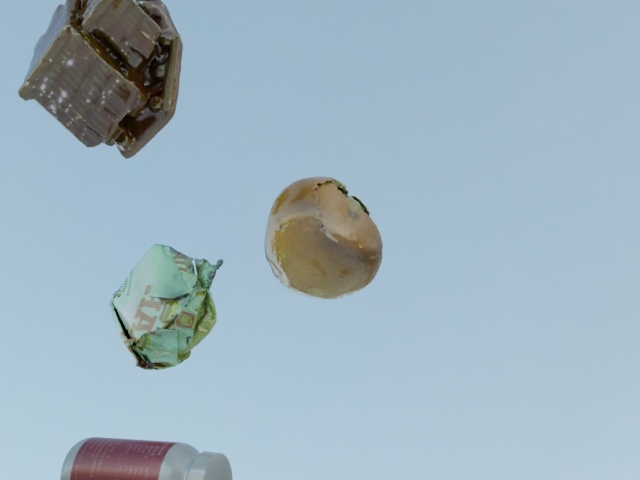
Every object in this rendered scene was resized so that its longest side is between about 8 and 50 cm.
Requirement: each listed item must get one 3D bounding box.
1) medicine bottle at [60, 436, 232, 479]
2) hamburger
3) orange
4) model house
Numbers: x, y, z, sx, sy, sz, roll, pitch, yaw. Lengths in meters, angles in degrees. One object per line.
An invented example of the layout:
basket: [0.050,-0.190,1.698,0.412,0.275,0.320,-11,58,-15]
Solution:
medicine bottle: [-0.271,0.377,1.807,0.250,0.131,0.131,-1,-35,21]
hamburger: [-0.260,0.113,2.069,0.235,0.214,0.125,-41,-44,-2]
orange: [0.000,0.000,1.424,0.134,0.156,0.157,-33,-47,29]
model house: [-0.317,-0.264,1.697,0.199,0.219,0.229,-42,-15,13]
